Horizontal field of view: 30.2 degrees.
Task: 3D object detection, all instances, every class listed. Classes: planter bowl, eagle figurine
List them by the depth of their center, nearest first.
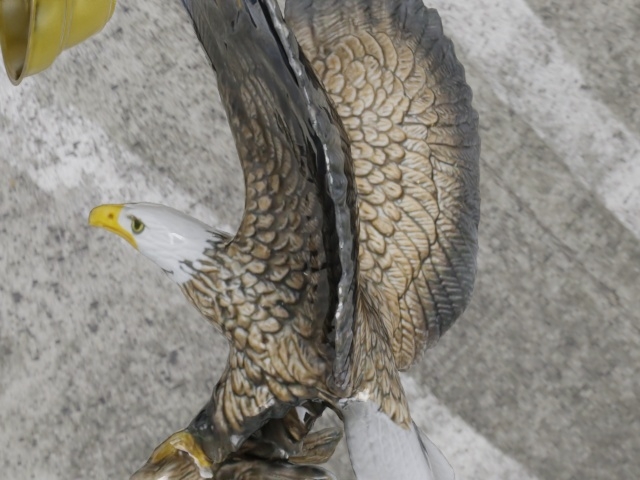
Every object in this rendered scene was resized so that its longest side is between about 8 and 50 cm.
[{"bbox_3d":[-0.011,-0.003,0.599,0.225,0.226,0.298,15,102,-23],"label":"eagle figurine"},{"bbox_3d":[-0.239,-0.251,1.088,0.090,0.217,0.217,-3,114,-23],"label":"planter bowl"}]
